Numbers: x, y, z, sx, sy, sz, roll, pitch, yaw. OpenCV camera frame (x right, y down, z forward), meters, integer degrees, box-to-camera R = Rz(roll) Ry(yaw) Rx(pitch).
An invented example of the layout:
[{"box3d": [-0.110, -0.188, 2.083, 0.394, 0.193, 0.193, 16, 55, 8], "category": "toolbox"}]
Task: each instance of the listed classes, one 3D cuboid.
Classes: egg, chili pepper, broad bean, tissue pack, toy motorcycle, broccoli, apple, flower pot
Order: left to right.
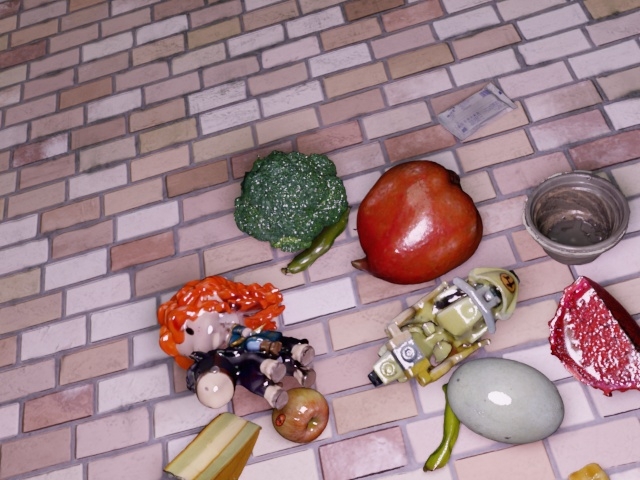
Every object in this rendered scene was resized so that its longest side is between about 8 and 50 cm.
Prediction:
[{"box3d": [-0.082, -0.104, 1.839, 0.294, 0.245, 0.265, -22, 96, 7], "category": "broccoli"}, {"box3d": [-0.042, 0.381, 1.585, 0.126, 0.126, 0.102, -45, 39, -14], "category": "apple"}, {"box3d": [0.003, 0.002, 1.857, 0.254, 0.046, 0.065, -47, 46, -15], "category": "broad bean"}, {"box3d": [0.267, 0.400, 1.533, 0.050, 0.052, 0.202, 25, 60, -11], "category": "chili pepper"}, {"box3d": [0.277, 0.184, 1.564, 0.410, 0.237, 0.169, -36, 79, -7], "category": "toy motorcycle"}, {"box3d": [0.426, -0.354, 1.980, 0.193, 0.026, 0.123, -32, 55, -6], "category": "tissue pack"}, {"box3d": [0.377, 0.327, 1.476, 0.236, 0.169, 0.169, 13, 62, 13], "category": "egg"}, {"box3d": [0.585, -0.033, 1.666, 0.235, 0.141, 0.236, -6, 56, 9], "category": "flower pot"}]

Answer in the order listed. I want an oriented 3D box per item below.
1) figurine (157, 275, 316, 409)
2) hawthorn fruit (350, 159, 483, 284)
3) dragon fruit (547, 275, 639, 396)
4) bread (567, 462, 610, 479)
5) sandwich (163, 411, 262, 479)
[{"box3d": [-0.192, 0.236, 1.617, 0.306, 0.241, 0.412, -24, 34, -11], "category": "figurine"}, {"box3d": [0.232, -0.038, 1.692, 0.294, 0.295, 0.311, 17, 65, 24], "category": "hawthorn fruit"}, {"box3d": [0.601, 0.215, 1.510, 0.189, 0.163, 0.262, -10, 55, -27], "category": "dragon fruit"}, {"box3d": [0.540, 0.501, 1.392, 0.074, 0.053, 0.132, -23, 57, 0], "category": "bread"}, {"box3d": [-0.229, 0.454, 1.575, 0.117, 0.144, 0.187, 17, 65, 21], "category": "sandwich"}]
